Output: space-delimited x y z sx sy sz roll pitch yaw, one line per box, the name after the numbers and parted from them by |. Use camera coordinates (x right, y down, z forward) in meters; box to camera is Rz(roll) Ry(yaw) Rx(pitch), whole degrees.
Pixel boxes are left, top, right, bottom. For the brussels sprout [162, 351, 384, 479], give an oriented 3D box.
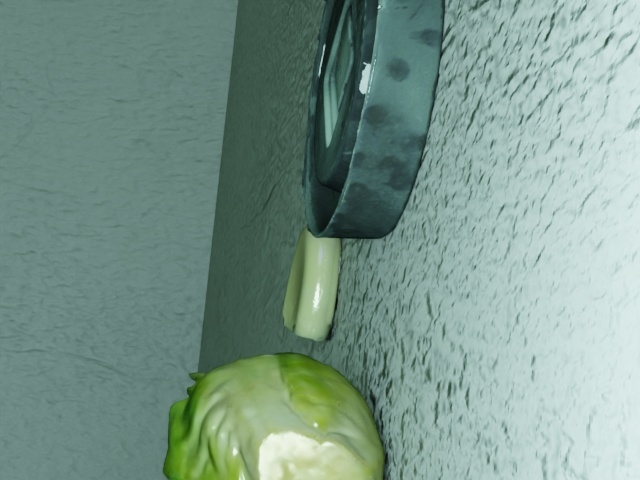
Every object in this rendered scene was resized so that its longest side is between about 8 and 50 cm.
-0.053 0.250 1.571 0.294 0.227 0.259 154 109 -69 | brussels sprout

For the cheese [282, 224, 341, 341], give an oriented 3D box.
0.000 0.000 1.925 0.127 0.054 0.251 -156 74 -76 | cheese

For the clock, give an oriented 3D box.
0.054 -0.186 1.676 0.386 0.076 0.386 -173 90 -80 | clock
